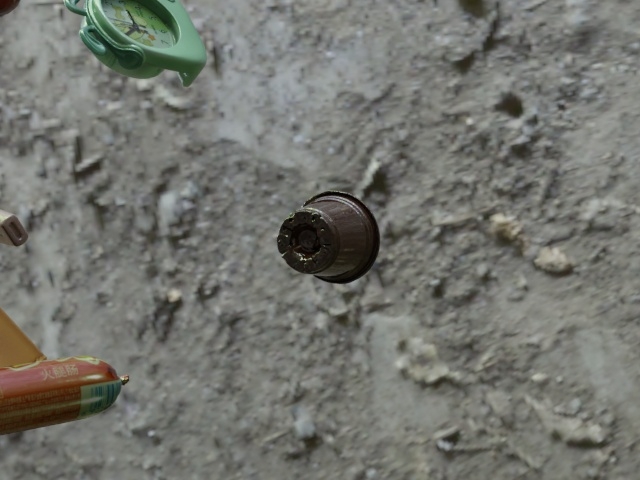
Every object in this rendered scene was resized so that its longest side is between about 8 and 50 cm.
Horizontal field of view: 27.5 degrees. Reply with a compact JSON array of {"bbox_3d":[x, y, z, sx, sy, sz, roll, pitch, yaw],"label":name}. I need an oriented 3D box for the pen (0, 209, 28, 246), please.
[{"bbox_3d":[-0.428,-0.028,1.611,0.197,0.032,0.053,13,140,45],"label":"pen"}]

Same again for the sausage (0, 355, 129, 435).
[{"bbox_3d":[-0.315,0.166,1.359,0.083,0.264,0.083,11,103,52],"label":"sausage"}]

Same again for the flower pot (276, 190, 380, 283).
[{"bbox_3d":[0.000,0.000,1.464,0.111,0.089,0.111,3,97,26],"label":"flower pot"}]

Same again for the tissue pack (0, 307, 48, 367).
[{"bbox_3d":[-0.479,0.111,1.484,0.274,0.194,0.145,47,138,-4],"label":"tissue pack"}]

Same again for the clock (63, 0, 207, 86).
[{"bbox_3d":[-0.251,-0.278,1.728,0.060,0.189,0.148,-48,54,35],"label":"clock"}]

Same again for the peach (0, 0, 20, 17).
[{"bbox_3d":[-0.386,-0.304,1.547,0.061,0.098,0.098,4,103,24],"label":"peach"}]
